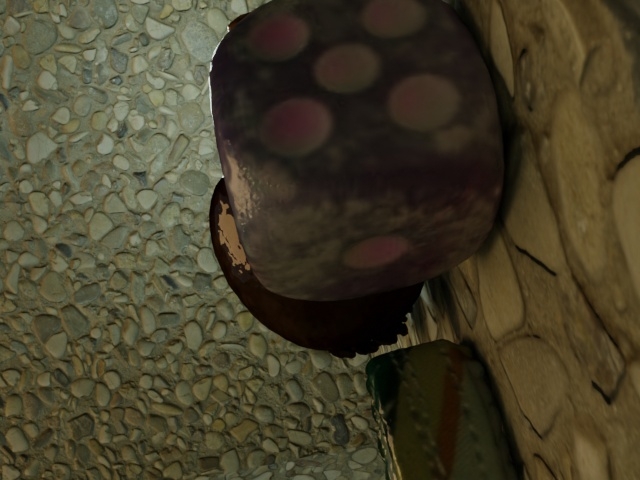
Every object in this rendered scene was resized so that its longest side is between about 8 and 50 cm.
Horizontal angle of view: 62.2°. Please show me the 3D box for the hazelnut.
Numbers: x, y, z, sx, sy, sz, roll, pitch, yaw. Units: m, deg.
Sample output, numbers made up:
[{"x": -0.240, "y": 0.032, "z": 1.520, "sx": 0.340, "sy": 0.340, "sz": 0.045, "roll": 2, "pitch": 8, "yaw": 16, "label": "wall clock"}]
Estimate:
[{"x": 0.000, "y": 0.000, "z": 0.984, "sx": 0.421, "sy": 0.421, "sz": 0.352, "roll": -103, "pitch": 33, "yaw": -77, "label": "hazelnut"}]

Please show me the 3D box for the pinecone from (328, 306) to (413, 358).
[{"x": 0.074, "y": 0.143, "z": 1.261, "sx": 0.242, "sy": 0.296, "sz": 0.298, "roll": 66, "pitch": -157, "yaw": -11, "label": "pinecone"}]

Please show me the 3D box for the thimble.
[{"x": 0.167, "y": 0.293, "z": 0.775, "sx": 0.254, "sy": 0.168, "sz": 0.288, "roll": 78, "pitch": -179, "yaw": -60, "label": "thimble"}]

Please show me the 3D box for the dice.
[{"x": 0.035, "y": -0.101, "z": 0.614, "sx": 0.270, "sy": 0.270, "sz": 0.271, "roll": 80, "pitch": 179, "yaw": -62, "label": "dice"}]

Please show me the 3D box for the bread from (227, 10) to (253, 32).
[{"x": -0.017, "y": -0.335, "z": 0.992, "sx": 0.279, "sy": 0.279, "sz": 0.207, "roll": -96, "pitch": -4, "yaw": -65, "label": "bread"}]
